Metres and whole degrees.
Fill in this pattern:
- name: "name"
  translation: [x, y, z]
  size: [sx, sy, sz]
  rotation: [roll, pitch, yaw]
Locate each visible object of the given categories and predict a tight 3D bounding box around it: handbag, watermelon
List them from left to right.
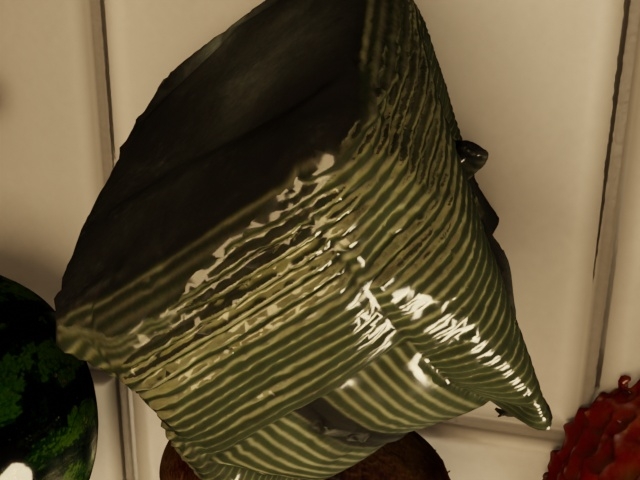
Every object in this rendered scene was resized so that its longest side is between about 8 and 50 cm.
- name: "watermelon"
  translation: [-0.313, 0.141, 0.788]
  size: [0.269, 0.269, 0.269]
  rotation: [6, 112, 14]
- name: "handbag"
  translation: [0.000, 0.000, 0.609]
  size: [0.247, 0.340, 0.240]
  rotation: [-30, 118, 19]

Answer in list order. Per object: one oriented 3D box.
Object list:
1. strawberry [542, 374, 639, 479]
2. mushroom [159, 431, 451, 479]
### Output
- name: "strawberry"
  translation: [0.246, 0.228, 0.678]
  size: [0.234, 0.178, 0.234]
  rotation: [10, 110, 30]
- name: "mushroom"
  translation: [-0.003, 0.174, 0.752]
  size: [0.231, 0.138, 0.194]
  rotation: [17, 142, -4]
